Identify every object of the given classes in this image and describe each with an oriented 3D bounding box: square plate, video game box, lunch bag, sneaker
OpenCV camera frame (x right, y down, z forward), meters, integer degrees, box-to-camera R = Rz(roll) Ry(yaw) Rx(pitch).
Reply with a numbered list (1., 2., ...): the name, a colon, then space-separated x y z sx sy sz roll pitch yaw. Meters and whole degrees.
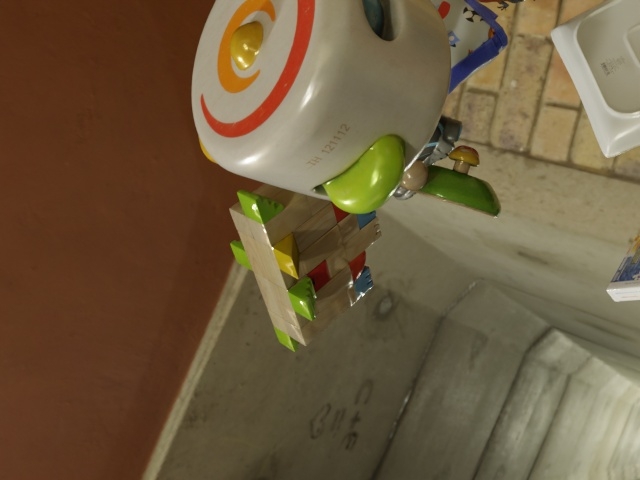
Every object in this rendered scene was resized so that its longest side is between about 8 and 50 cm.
1. square plate: 0.663 -0.380 1.258 0.049 0.344 0.347 28 -136 -51
2. video game box: 0.777 0.048 1.466 0.048 0.187 0.205 47 -115 -16
3. lunch bag: 0.169 -0.369 1.352 0.328 0.385 0.239 -39 -60 5
4. sneaker: 0.253 -0.237 1.744 0.125 0.139 0.341 -63 3 -35

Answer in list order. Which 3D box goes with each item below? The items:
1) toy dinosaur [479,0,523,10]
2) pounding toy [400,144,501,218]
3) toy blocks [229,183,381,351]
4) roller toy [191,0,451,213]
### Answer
1. toy dinosaur: 0.279 -0.376 0.972 0.090 0.082 0.047 -45 -54 -72
2. pounding toy: 0.223 -0.125 1.143 0.237 0.183 0.110 15 -83 -23
3. toy blocks: 0.000 0.000 1.195 0.261 0.190 0.381 -38 -48 -28
4. roller toy: -0.010 -0.136 0.518 0.146 0.209 0.191 13 -81 -41
